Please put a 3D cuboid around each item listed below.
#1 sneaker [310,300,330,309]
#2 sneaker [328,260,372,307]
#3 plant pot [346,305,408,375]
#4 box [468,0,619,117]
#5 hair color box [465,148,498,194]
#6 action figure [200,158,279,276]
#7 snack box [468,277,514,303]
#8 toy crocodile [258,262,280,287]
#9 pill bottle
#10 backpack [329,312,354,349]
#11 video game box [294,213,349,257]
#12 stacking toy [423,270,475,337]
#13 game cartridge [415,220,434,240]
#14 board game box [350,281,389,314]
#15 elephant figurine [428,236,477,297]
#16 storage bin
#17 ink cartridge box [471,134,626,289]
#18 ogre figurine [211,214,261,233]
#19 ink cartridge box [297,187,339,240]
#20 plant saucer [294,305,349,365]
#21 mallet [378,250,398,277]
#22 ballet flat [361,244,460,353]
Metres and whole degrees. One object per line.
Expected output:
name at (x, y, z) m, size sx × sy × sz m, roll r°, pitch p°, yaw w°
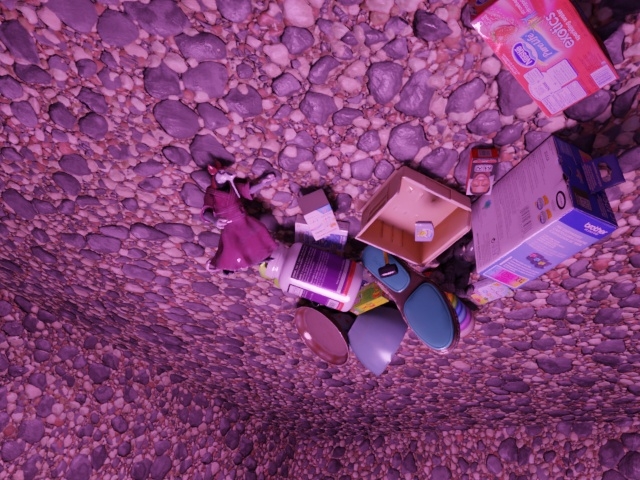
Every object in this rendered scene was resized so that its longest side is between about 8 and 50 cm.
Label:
sneaker at (-0.017, 0.245, 1.901) m, size 0.084 × 0.097 × 0.235 m, roll -8°, pitch 138°, yaw 23°
sneaker at (0.127, 0.182, 1.769) m, size 0.111 × 0.121 × 0.300 m, roll 29°, pitch 138°, yaw -22°
plant pot at (0.225, 0.392, 1.912) m, size 0.195 × 0.290 × 0.290 m, roll 30°, pitch 142°, yaw 6°
box at (0.451, -0.421, 0.923) m, size 0.300 × 0.142 × 0.154 m, roll 34°, pitch 136°, yaw -26°
hair color box at (0.457, -0.194, 1.285) m, size 0.071 × 0.043 × 0.141 m, roll 1°, pitch 141°, yaw 11°
action figure at (-0.285, -0.087, 1.485) m, size 0.275 × 0.248 × 0.370 m, roll -1°, pitch 112°, yaw 52°
snack box at (0.644, 0.187, 1.719) m, size 0.100 × 0.037 × 0.141 m, roll 34°, pitch 136°, yaw -28°
toy crocodile at (-0.071, 0.125, 1.741) m, size 0.340 × 0.115 × 0.105 m, roll 9°, pitch 131°, yaw 10°
pill bottle at (-0.022, 0.119, 1.594) m, size 0.322 × 0.182 × 0.182 m, roll 20°, pitch 141°, yaw 0°
backpack at (0.098, 0.417, 2.058) m, size 0.165 × 0.144 × 0.188 m, roll -13°, pitch 130°, yaw 35°
video game box at (0.000, 0.000, 1.635) m, size 0.187 × 0.048 × 0.205 m, roll 11°, pitch 142°, yaw 4°
stacking toy at (0.481, 0.236, 1.766) m, size 0.141 × 0.141 × 0.330 m, roll -18°, pitch 126°, yaw 32°
game cartridge at (0.312, -0.027, 1.354) m, size 0.055 × 0.017 × 0.083 m, roll -2°, pitch 140°, yaw 10°
board game box at (0.200, 0.227, 1.832) m, size 0.043 × 0.092 × 0.181 m, roll 32°, pitch 137°, yaw -26°
elephant figurine at (0.477, 0.062, 1.529) m, size 0.169 × 0.240 × 0.186 m, roll 15°, pitch -173°, yaw -45°
storage bin at (0.290, -0.070, 1.415) m, size 0.262 × 0.123 × 0.260 m, roll 23°, pitch 140°, yaw -15°
ink cartridge box at (0.593, -0.083, 1.207) m, size 0.151 × 0.270 × 0.395 m, roll 20°, pitch 141°, yaw -14°
ogre figurine at (-0.294, -0.027, 1.634) m, size 0.196 × 0.097 × 0.118 m, roll -7°, pitch 128°, yaw 5°
ink cartridge box at (-0.003, -0.079, 1.478) m, size 0.092 × 0.090 × 0.143 m, roll -25°, pitch 136°, yaw 1°
plant saucer at (0.014, 0.404, 1.954) m, size 0.310 × 0.050 × 0.311 m, roll 30°, pitch 138°, yaw 31°
mallet at (0.209, 0.040, 1.515) m, size 0.062 × 0.190 × 0.039 m, roll -26°, pitch 142°, yaw 20°
ballet flat at (0.320, 0.179, 1.512) m, size 0.164 × 0.483 × 0.182 m, roll -50°, pitch 139°, yaw 13°
